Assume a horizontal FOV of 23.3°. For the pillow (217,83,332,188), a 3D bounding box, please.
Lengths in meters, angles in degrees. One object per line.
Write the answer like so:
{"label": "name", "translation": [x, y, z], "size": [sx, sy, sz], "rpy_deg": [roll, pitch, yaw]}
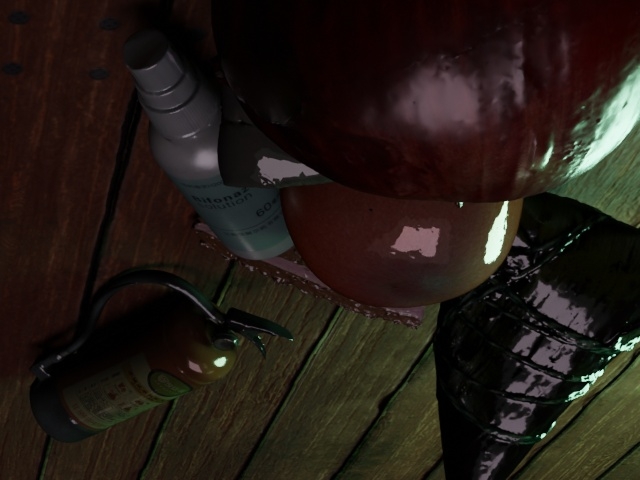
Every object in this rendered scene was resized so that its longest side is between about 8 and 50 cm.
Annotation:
{"label": "pillow", "translation": [0.071, -0.163, 1.376], "size": [0.326, 0.101, 0.228], "rpy_deg": [-1, 107, -4]}

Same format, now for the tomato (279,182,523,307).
{"label": "tomato", "translation": [0.084, -0.050, 1.569], "size": [0.256, 0.224, 0.256], "rpy_deg": [3, 152, 1]}

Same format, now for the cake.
{"label": "cake", "translation": [0.000, 0.000, 1.808], "size": [0.295, 0.113, 0.116], "rpy_deg": [17, 143, -15]}

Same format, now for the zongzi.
{"label": "zongzi", "translation": [0.230, 0.137, 1.814], "size": [0.319, 0.362, 0.383], "rpy_deg": [19, 147, -9]}

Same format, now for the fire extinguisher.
{"label": "fire extinguisher", "translation": [-0.235, 0.147, 1.987], "size": [0.376, 0.113, 0.200], "rpy_deg": [-25, 146, 32]}

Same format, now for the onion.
{"label": "onion", "translation": [0.075, -0.173, 1.144], "size": [0.341, 0.341, 0.341], "rpy_deg": [-5, 152, -2]}

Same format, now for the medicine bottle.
{"label": "medicine bottle", "translation": [-0.110, -0.098, 1.546], "size": [0.110, 0.110, 0.352], "rpy_deg": [-12, 152, 12]}
